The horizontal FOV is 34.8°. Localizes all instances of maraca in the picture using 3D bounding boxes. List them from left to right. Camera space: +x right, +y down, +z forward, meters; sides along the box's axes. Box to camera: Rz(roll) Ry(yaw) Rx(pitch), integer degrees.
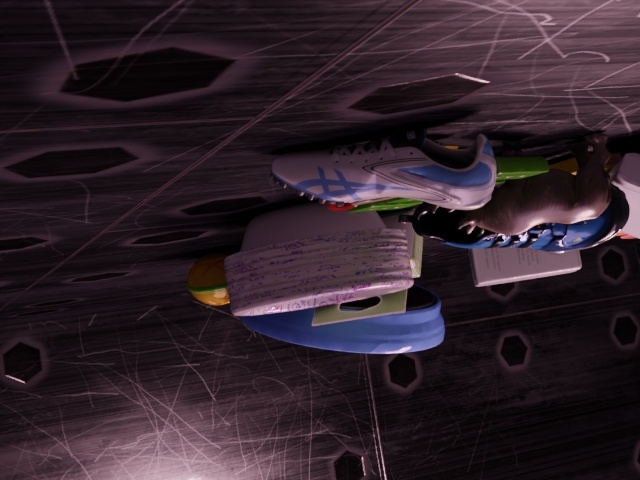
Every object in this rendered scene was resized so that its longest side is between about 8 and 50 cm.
[{"bbox_3d":[-0.199,0.068,1.986,0.127,0.099,0.186,-8,-165,-2],"label":"maraca"}]

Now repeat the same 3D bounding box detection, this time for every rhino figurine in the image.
[{"bbox_3d":[0.261,-0.062,1.335,0.243,0.106,0.073,-11,173,19],"label":"rhino figurine"}]

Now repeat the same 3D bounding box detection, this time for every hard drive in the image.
[{"bbox_3d":[0.526,-0.039,1.512,0.233,0.047,0.353,21,177,9],"label":"hard drive"}]

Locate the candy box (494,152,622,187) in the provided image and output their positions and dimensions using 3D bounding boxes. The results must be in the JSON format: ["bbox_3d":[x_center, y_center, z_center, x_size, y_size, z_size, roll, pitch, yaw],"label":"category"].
[{"bbox_3d":[0.341,-0.095,1.541,0.105,0.027,0.206,-10,176,-39],"label":"candy box"}]

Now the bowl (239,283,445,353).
[{"bbox_3d":[0.042,0.123,1.926,0.391,0.077,0.391,6,-171,-1],"label":"bowl"}]

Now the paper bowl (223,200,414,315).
[{"bbox_3d":[-0.007,0.024,1.563,0.284,0.148,0.284,-8,174,-1],"label":"paper bowl"}]

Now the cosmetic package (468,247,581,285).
[{"bbox_3d":[0.360,-0.005,1.848,0.183,0.152,0.151,-9,175,5],"label":"cosmetic package"}]

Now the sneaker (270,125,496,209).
[{"bbox_3d":[0.066,-0.082,1.076,0.237,0.086,0.085,2,-157,3],"label":"sneaker"}]

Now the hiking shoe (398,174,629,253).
[{"bbox_3d":[0.272,-0.025,1.428,0.304,0.113,0.132,-3,-168,32],"label":"hiking shoe"}]

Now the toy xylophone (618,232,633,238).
[{"bbox_3d":[0.604,-0.046,2.078,0.322,0.081,0.236,1,170,-23],"label":"toy xylophone"}]

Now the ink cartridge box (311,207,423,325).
[{"bbox_3d":[0.084,0.057,1.750,0.171,0.235,0.056,-11,136,21],"label":"ink cartridge box"}]

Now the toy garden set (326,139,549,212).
[{"bbox_3d":[0.121,-0.080,1.258,0.244,0.049,0.203,-13,175,44],"label":"toy garden set"}]
